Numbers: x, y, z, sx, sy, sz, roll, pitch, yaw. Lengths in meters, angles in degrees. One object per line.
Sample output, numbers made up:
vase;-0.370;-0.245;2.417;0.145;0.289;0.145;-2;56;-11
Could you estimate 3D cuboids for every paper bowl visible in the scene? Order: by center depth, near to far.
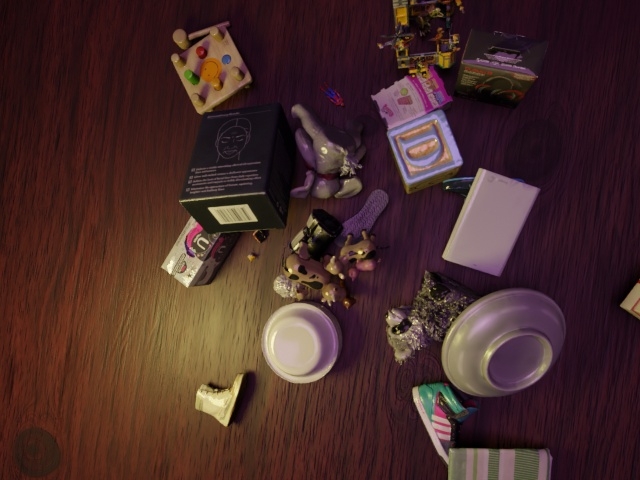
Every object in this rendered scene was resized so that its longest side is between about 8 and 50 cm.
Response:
paper bowl;-0.071;0.361;1.459;0.284;0.148;0.284;-1;87;14

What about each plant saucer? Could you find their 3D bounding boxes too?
plant saucer;0.572;0.338;1.237;0.400;0.100;0.401;-3;112;-7

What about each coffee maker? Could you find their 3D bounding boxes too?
coffee maker;0.000;0.000;1.445;0.171;0.120;0.178;31;128;-13

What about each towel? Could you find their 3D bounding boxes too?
towel;0.566;0.773;1.305;0.324;0.038;0.248;0;97;0

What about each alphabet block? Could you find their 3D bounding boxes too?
alphabet block;0.341;-0.285;1.356;0.192;0.197;0.194;-19;84;13

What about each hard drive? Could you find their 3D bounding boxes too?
hard drive;0.547;-0.054;1.324;0.203;0.040;0.308;17;104;-7

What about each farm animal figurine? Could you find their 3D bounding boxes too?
farm animal figurine;0.023;0.109;1.340;0.326;0.172;0.330;14;129;-5

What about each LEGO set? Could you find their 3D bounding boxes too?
LEGO set;0.337;-0.732;1.338;0.254;0.192;0.331;8;74;18

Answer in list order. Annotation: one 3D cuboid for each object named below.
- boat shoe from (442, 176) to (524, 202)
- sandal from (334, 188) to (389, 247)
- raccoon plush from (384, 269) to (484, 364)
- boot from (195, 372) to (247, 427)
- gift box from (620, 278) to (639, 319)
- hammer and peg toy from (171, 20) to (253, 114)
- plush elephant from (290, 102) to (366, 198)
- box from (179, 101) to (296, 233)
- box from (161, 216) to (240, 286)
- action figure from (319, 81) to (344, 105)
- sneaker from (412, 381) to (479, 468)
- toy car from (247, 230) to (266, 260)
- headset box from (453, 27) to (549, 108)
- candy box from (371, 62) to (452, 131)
boat shoe;0.536;-0.162;1.355;0.258;0.109;0.089;3;92;15
sandal;0.153;-0.071;1.472;0.097;0.054;0.254;43;94;1
raccoon plush;0.428;0.305;1.325;0.446;0.216;0.299;27;102;12
boot;-0.380;0.577;1.559;0.165;0.077;0.213;21;96;15
gift box;1.065;0.196;1.151;0.276;0.258;0.255;38;95;-8
hammer and peg toy;-0.436;-0.704;1.583;0.265;0.127;0.361;-28;83;11
plush elephant;0.019;-0.263;1.424;0.255;0.271;0.330;-58;37;41
box;-0.265;-0.246;1.411;0.293;0.212;0.396;-3;60;13
box;-0.445;0.036;1.544;0.142;0.163;0.247;33;95;13
action figure;0.046;-0.536;1.519;0.038;0.030;0.115;-45;82;3
sneaker;0.446;0.597;1.349;0.178;0.124;0.296;-29;81;20
toy car;-0.256;0.012;1.560;0.040;0.060;0.122;32;89;44
headset box;0.543;-0.528;1.267;0.218;0.293;0.110;17;92;12
candy box;0.316;-0.485;1.431;0.233;0.071;0.159;-26;82;10
